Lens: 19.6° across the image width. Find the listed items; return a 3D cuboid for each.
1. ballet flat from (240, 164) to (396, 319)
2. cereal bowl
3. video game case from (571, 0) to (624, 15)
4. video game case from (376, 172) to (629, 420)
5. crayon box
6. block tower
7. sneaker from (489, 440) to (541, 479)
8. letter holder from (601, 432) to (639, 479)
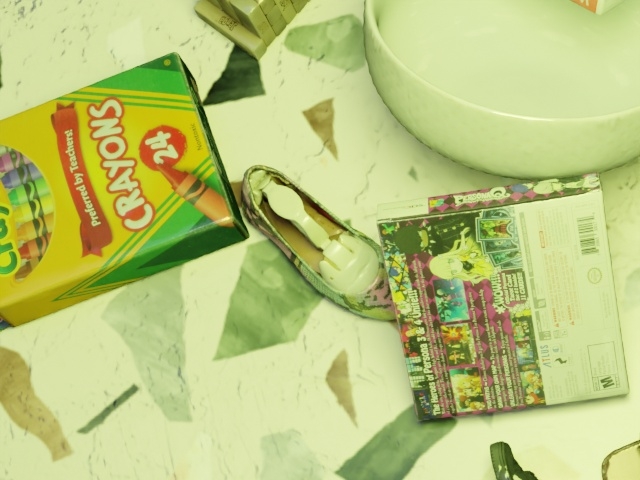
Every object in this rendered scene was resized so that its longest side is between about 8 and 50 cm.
[{"bbox_3d":[0.000,0.000,1.862,0.221,0.079,0.077,40,83,19],"label":"ballet flat"},{"bbox_3d":[0.204,-0.171,1.810,0.339,0.141,0.339,2,42,-2],"label":"cereal bowl"},{"bbox_3d":[0.232,-0.334,1.870,0.285,0.025,0.204,34,50,30],"label":"video game case"},{"bbox_3d":[0.175,0.057,1.750,0.210,0.232,0.042,-9,30,8],"label":"video game case"},{"bbox_3d":[-0.257,-0.042,1.923,0.318,0.081,0.202,-22,71,4],"label":"crayon box"},{"bbox_3d":[0.001,-0.354,1.965,0.091,0.097,0.335,38,84,20],"label":"block tower"},{"bbox_3d":[0.226,0.261,1.755,0.089,0.051,0.170,-20,75,4],"label":"sneaker"},{"bbox_3d":[0.389,0.285,1.663,0.214,0.152,0.302,-24,70,5],"label":"letter holder"}]
